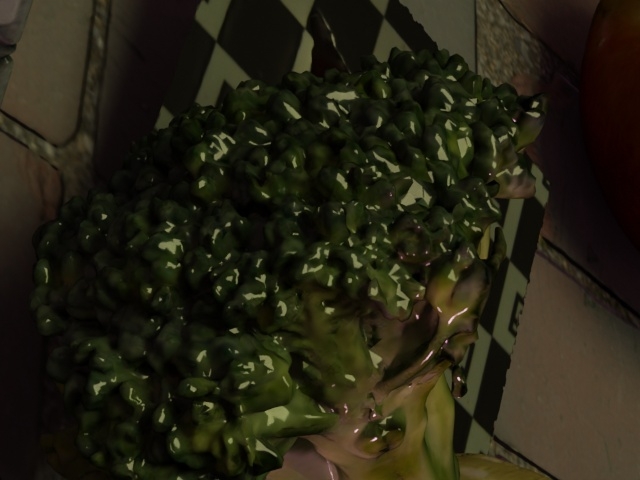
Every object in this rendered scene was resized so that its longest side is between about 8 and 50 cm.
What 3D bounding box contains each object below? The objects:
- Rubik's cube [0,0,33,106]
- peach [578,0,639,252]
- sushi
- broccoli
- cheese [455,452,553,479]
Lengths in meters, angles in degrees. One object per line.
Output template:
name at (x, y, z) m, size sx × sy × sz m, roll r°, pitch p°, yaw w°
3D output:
Rubik's cube at (-0.243, -0.093, 0.823) m, size 0.233 × 0.228 × 0.228 m, roll 28°, pitch -7°, yaw 4°
peach at (0.398, -0.103, 1.557) m, size 0.388 × 0.388 × 0.388 m, roll 32°, pitch 47°, yaw -43°
sushi at (0.000, 0.000, 1.185) m, size 0.359 × 0.064 × 0.343 m, roll 45°, pitch 48°, yaw -37°
broccoli at (-0.005, 0.037, 0.944) m, size 0.248 × 0.288 × 0.245 m, roll -129°, pitch -155°, yaw -56°
cheese at (0.100, 0.249, 1.010) m, size 0.316 × 0.259 × 0.128 m, roll 40°, pitch 9°, yaw 21°
